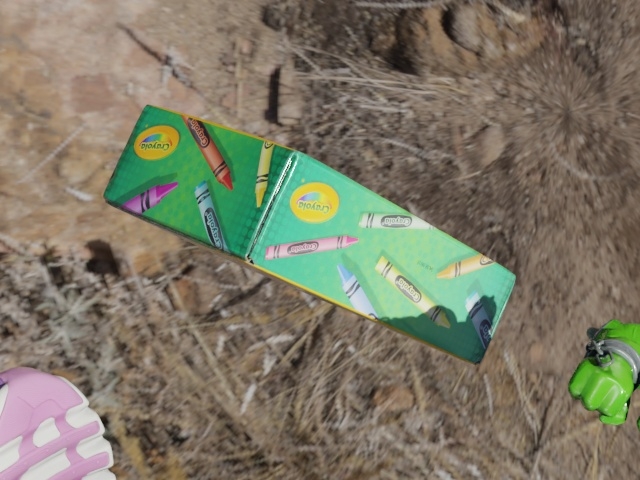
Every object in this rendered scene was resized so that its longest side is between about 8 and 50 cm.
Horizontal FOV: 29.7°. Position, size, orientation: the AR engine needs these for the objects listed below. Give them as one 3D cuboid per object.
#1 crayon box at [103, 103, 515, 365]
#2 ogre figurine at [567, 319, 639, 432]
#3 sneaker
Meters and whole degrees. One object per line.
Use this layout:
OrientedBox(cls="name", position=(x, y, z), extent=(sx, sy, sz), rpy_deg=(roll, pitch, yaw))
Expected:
OrientedBox(cls="crayon box", position=(0.000, 0.000, 0.895), extent=(0.165, 0.278, 0.081), rpy_deg=(21, 86, 44))
OrientedBox(cls="ogre figurine", position=(0.223, 0.098, 0.690), extent=(0.197, 0.118, 0.097), rpy_deg=(6, 109, -4))
OrientedBox(cls="sneaker", position=(-0.170, 0.175, 0.620), extent=(0.104, 0.095, 0.236), rpy_deg=(15, 108, 37))
